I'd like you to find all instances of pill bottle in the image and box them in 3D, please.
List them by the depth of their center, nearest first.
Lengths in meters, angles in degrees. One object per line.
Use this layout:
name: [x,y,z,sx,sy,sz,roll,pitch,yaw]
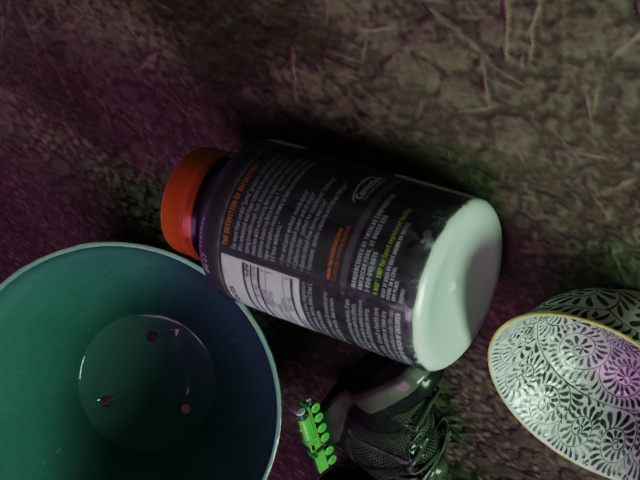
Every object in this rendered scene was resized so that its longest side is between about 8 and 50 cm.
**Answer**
pill bottle: [0.000,0.000,1.066,0.246,0.130,0.130,19,142,29]

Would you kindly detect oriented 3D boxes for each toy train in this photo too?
toy train: [-0.006,0.169,1.242,0.017,0.024,0.083,31,148,43]

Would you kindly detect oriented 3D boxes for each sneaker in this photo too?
sneaker: [0.079,0.151,1.217,0.130,0.087,0.227,37,151,-1]

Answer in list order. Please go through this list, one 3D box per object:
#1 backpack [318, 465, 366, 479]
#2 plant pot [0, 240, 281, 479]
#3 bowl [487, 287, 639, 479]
backpack: [0.108,0.384,1.297,0.355,0.290,0.273,25,160,10]
plant pot: [-0.174,0.142,1.326,0.290,0.290,0.195,39,-177,1]
bowl: [0.211,0.088,1.009,0.170,0.080,0.170,26,145,20]
